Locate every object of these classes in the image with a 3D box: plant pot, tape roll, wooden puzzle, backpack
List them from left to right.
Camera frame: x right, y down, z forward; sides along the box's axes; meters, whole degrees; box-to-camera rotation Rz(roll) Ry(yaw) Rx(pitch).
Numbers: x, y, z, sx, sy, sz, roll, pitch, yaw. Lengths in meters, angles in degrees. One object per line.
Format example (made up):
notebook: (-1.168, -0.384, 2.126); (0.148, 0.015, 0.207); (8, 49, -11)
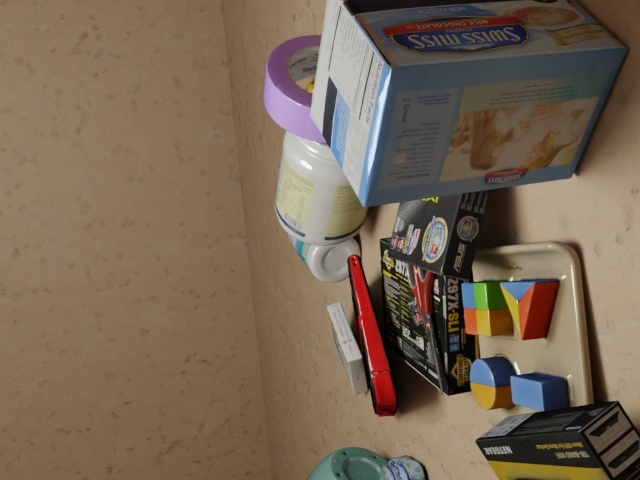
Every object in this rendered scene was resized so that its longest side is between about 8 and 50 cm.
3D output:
tape roll: (0.014, -0.338, 1.729); (0.090, 0.275, 0.274); (101, 154, -48)
plant pot: (0.080, 0.688, 2.049); (0.293, 0.293, 0.235); (-124, 44, -54)
backpack: (0.206, 0.586, 1.903); (0.114, 0.084, 0.105); (166, 92, -70)
wooden puzzle: (0.330, 0.182, 1.311); (0.322, 0.081, 0.347); (169, 92, -72)

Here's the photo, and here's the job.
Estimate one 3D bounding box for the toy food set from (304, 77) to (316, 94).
toy food set: (-0.004, -0.446, 2.075); (0.218, 0.071, 0.128); (119, 139, -63)

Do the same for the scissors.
scissors: (0.207, 0.149, 1.538); (0.109, 0.021, 0.297); (-175, 77, -69)

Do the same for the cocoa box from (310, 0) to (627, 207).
cocoa box: (0.192, -0.218, 1.099); (0.231, 0.347, 0.228); (99, 155, -43)

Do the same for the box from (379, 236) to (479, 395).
box: (0.222, 0.146, 1.645); (0.322, 0.079, 0.257); (-148, 54, -68)

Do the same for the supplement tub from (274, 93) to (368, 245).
supplement tub: (0.020, -0.168, 1.861); (0.324, 0.236, 0.235); (103, 152, -50)

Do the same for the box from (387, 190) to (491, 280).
box: (0.220, -0.079, 1.404); (0.216, 0.060, 0.270); (-158, 81, -68)

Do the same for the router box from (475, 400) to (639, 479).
router box: (0.379, 0.365, 1.123); (0.242, 0.081, 0.309); (58, 159, 7)

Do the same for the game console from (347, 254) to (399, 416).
game console: (0.126, 0.242, 1.886); (0.386, 0.060, 0.341); (79, -179, -71)

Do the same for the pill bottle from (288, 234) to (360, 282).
pill bottle: (0.000, 0.000, 2.161); (0.264, 0.146, 0.146); (-128, 34, -58)

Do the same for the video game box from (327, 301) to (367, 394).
video game box: (0.075, 0.301, 2.159); (0.205, 0.048, 0.187); (78, 170, -52)
